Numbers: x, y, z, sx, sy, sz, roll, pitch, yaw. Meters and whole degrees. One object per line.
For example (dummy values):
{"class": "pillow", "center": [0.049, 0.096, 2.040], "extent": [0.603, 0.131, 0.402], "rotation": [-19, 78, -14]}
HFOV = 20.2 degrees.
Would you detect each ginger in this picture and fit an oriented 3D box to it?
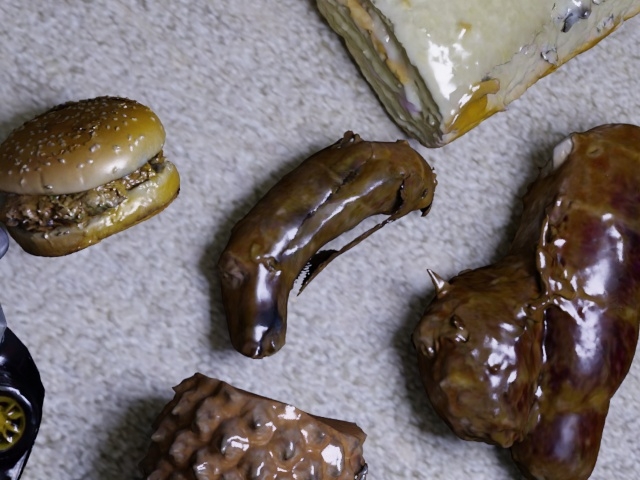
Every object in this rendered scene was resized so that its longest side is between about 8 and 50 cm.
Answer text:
{"class": "ginger", "center": [0.235, 0.043, 1.892], "extent": [0.254, 0.176, 0.418], "rotation": [27, 76, -20]}
{"class": "ginger", "center": [-0.003, -0.014, 1.853], "extent": [0.309, 0.107, 0.133], "rotation": [-38, 117, -24]}

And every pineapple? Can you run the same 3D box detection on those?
{"class": "pineapple", "center": [-0.092, 0.319, 1.705], "extent": [0.222, 0.223, 0.357], "rotation": [18, 82, -17]}

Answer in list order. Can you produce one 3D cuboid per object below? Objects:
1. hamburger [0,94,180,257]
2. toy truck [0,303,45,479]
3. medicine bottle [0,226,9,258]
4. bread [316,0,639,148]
{"class": "hamburger", "center": [-0.234, -0.063, 1.723], "extent": [0.191, 0.181, 0.118], "rotation": [-39, 115, -37]}
{"class": "toy truck", "center": [-0.400, 0.224, 1.533], "extent": [0.254, 0.180, 0.405], "rotation": [19, 100, -18]}
{"class": "medicine bottle", "center": [-0.436, -0.033, 1.657], "extent": [0.273, 0.165, 0.165], "rotation": [44, 68, -6]}
{"class": "bread", "center": [0.201, -0.280, 1.950], "extent": [0.375, 0.165, 0.237], "rotation": [-34, 88, -23]}
